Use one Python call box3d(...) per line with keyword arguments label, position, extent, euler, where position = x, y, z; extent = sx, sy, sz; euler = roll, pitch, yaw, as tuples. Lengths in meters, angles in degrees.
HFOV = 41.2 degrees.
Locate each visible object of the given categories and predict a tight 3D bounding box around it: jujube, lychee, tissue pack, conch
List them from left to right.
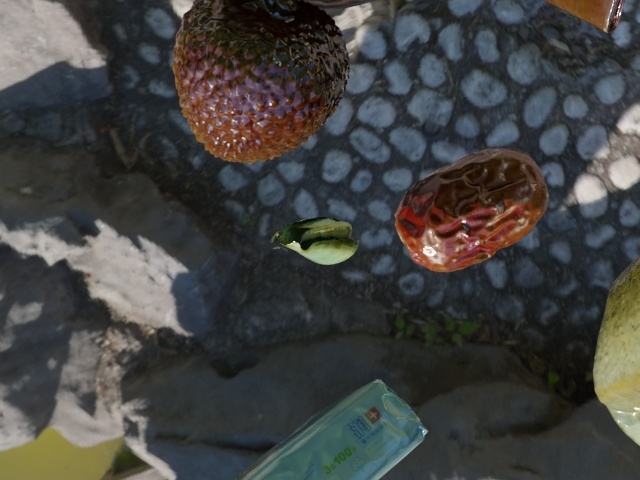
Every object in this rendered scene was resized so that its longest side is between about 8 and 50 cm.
box3d(label="lychee", position=(-0.063, -0.173, 0.893), extent=(0.195, 0.194, 0.194), euler=(3, 109, 10))
box3d(label="tissue pack", position=(-0.035, 0.251, 0.847), extent=(0.263, 0.177, 0.089), euler=(-33, 80, -23))
box3d(label="conch", position=(0.000, 0.000, 1.363), extent=(0.106, 0.170, 0.079), euler=(-5, 89, 31))
box3d(label="jujube", position=(0.246, -0.052, 1.398), extent=(0.251, 0.174, 0.174), euler=(-25, 102, 8))

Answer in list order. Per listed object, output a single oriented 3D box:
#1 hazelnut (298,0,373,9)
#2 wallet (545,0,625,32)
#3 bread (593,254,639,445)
box3d(label="hazelnut", position=(0.004, -0.412, 0.938), extent=(0.373, 0.315, 0.372), euler=(-8, 144, -6))
box3d(label="wallet", position=(0.201, -0.261, 0.771), extent=(0.176, 0.026, 0.095), euler=(43, 147, 36))
box3d(label="bread", position=(0.484, 0.160, 1.070), extent=(0.395, 0.239, 0.264), euler=(40, 149, -16))
